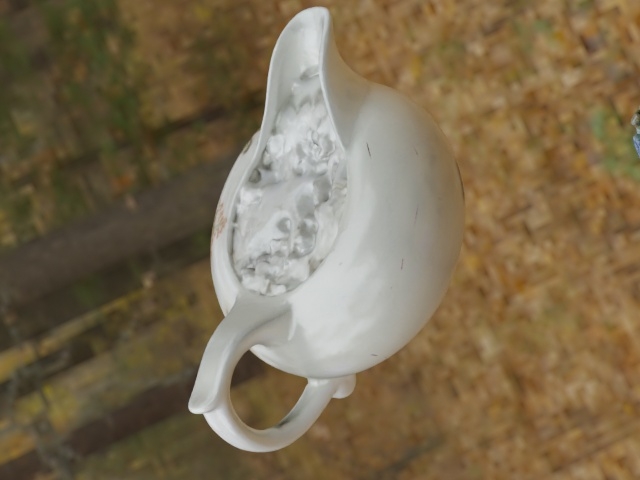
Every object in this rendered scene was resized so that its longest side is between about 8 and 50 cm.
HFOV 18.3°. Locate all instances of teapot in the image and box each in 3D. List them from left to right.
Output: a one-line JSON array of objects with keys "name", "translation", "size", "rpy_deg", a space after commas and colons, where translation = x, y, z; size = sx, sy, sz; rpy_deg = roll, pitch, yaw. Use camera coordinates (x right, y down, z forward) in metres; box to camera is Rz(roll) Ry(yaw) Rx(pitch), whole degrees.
[{"name": "teapot", "translation": [0.000, 0.000, 1.347], "size": [0.139, 0.204, 0.298], "rpy_deg": [22, -107, -44]}]

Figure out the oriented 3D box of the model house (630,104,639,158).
[{"name": "model house", "translation": [0.373, -0.111, 1.915], "size": [0.148, 0.148, 0.119], "rpy_deg": [-33, -75, -75]}]
